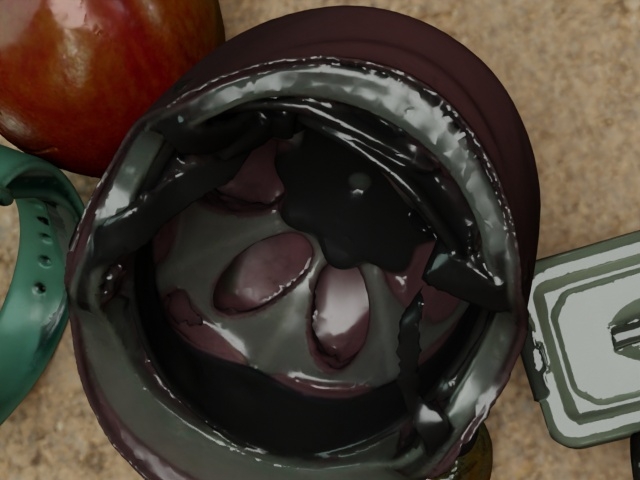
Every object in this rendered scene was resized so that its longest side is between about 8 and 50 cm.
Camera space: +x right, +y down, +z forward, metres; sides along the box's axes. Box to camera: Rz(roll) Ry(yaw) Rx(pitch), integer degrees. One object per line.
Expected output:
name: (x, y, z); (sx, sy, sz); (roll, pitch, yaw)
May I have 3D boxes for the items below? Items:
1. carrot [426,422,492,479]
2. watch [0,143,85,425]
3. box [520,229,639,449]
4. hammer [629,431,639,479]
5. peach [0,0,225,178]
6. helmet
carrot: (0.046, 0.252, 0.946); (0.078, 0.078, 0.298); (18, 96, 10)
watch: (-0.219, 0.033, 0.909); (0.068, 0.237, 0.195); (20, 68, 12)
box: (0.214, 0.056, 0.908); (0.172, 0.093, 0.124); (-15, 84, 8)
hammer: (0.256, 0.318, 0.853); (0.044, 0.168, 0.440); (-13, 100, 15)
peach: (-0.146, -0.126, 0.932); (0.197, 0.197, 0.197); (0, 87, 10)
helmet: (0.000, 0.000, 0.874); (0.271, 0.197, 0.338); (25, 128, 1)
